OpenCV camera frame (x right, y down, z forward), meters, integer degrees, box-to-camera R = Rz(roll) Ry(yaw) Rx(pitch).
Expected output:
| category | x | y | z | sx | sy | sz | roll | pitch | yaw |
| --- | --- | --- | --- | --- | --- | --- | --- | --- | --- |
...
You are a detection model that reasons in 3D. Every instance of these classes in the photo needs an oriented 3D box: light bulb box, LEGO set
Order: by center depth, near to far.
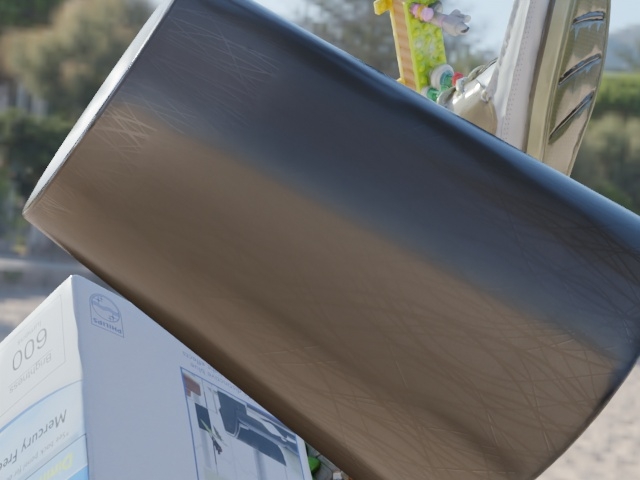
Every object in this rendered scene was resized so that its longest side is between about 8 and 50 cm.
| category | x | y | z | sx | sy | sz | roll | pitch | yaw |
| --- | --- | --- | --- | --- | --- | --- | --- | --- | --- |
| light bulb box | -0.181 | 0.291 | 1.084 | 0.225 | 0.358 | 0.361 | 31 | 28 | -34 |
| LEGO set | 0.127 | -0.196 | 1.305 | 0.132 | 0.287 | 0.107 | 5 | 17 | -45 |

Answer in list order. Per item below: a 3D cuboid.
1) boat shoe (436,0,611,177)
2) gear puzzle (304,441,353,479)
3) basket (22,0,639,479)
| category | x | y | z | sx | sy | sz | roll | pitch | yaw |
| --- | --- | --- | --- | --- | --- | --- | --- | --- | --- |
| boat shoe | 0.132 | -0.080 | 1.137 | 0.103 | 0.302 | 0.113 | 21 | 26 | 26 |
| gear puzzle | 0.010 | 0.210 | 1.504 | 0.339 | 0.175 | 0.044 | 34 | -19 | 32 |
| basket | 0.000 | 0.000 | 0.681 | 0.227 | 0.154 | 0.204 | 34 | -37 | -11 |
